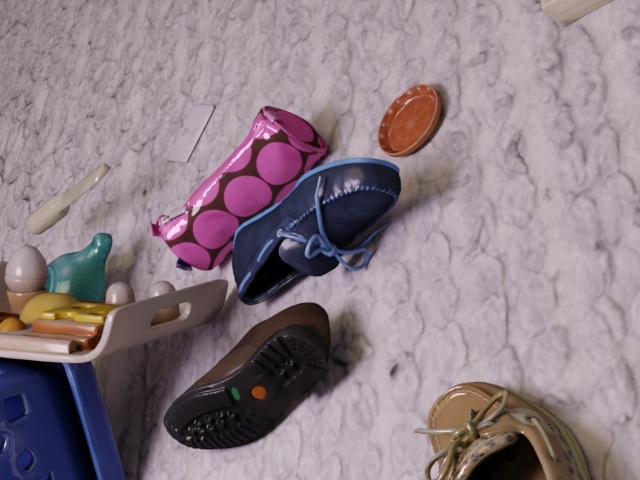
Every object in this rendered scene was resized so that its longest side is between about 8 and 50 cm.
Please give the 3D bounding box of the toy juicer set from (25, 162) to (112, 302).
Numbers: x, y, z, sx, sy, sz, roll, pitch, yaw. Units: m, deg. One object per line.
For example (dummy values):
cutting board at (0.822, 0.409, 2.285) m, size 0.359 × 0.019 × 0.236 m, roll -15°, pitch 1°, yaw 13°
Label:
toy juicer set at (-0.329, 0.072, 1.741) m, size 0.209 × 0.089 × 0.329 m, roll 0°, pitch 75°, yaw 56°

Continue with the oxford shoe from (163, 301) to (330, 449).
oxford shoe at (-0.067, 0.137, 1.379) m, size 0.227 × 0.083 × 0.096 m, roll -35°, pitch 21°, yaw 30°

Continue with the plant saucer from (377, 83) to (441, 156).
plant saucer at (0.093, -0.122, 1.423) m, size 0.083 × 0.013 × 0.083 m, roll -33°, pitch 40°, yaw 33°

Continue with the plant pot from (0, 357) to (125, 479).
plant pot at (-0.350, 0.230, 1.486) m, size 0.212 × 0.236 × 0.236 m, roll -23°, pitch 17°, yaw -32°

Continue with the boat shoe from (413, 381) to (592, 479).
boat shoe at (0.149, 0.186, 1.035) m, size 0.104 × 0.089 × 0.285 m, roll -54°, pitch 33°, yaw 7°

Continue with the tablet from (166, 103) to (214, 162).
tablet at (-0.168, -0.138, 1.777) m, size 0.054 × 0.006 × 0.083 m, roll 12°, pitch 73°, yaw 55°

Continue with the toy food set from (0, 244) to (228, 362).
toy food set at (-0.285, 0.060, 1.494) m, size 0.306 × 0.220 × 0.092 m, roll 2°, pitch 98°, yaw 27°

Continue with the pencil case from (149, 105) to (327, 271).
pencil case at (-0.093, -0.060, 1.535) m, size 0.209 × 0.098 × 0.095 m, roll -46°, pitch 35°, yaw 15°

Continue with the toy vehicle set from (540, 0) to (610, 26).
toy vehicle set at (0.318, -0.326, 1.279) m, size 0.267 × 0.035 × 0.166 m, roll -27°, pitch 45°, yaw 38°

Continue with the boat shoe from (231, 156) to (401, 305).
boat shoe at (0.000, 0.000, 1.389) m, size 0.258 × 0.109 × 0.089 m, roll -39°, pitch 42°, yaw 53°
